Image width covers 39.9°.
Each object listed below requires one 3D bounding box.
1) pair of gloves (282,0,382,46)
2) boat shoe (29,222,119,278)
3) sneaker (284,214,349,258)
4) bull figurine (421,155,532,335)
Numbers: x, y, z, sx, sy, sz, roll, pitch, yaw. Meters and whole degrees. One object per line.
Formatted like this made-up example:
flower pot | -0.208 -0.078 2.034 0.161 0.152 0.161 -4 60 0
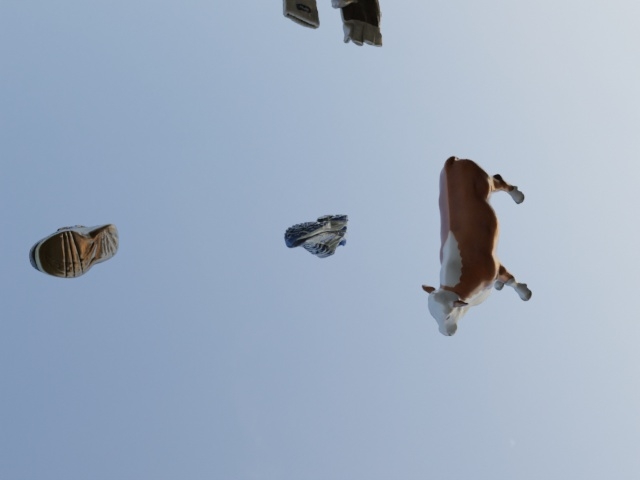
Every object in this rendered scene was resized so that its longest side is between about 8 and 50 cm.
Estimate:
pair of gloves | 0.014 -0.442 1.556 0.240 0.042 0.204 7 -114 -39
boat shoe | -0.286 0.012 1.005 0.049 0.056 0.152 -3 -175 19
sneaker | 0.000 0.000 1.267 0.135 0.052 0.058 -18 -75 -50
bull figurine | 0.256 0.012 1.457 0.188 0.101 0.310 20 -114 -38
